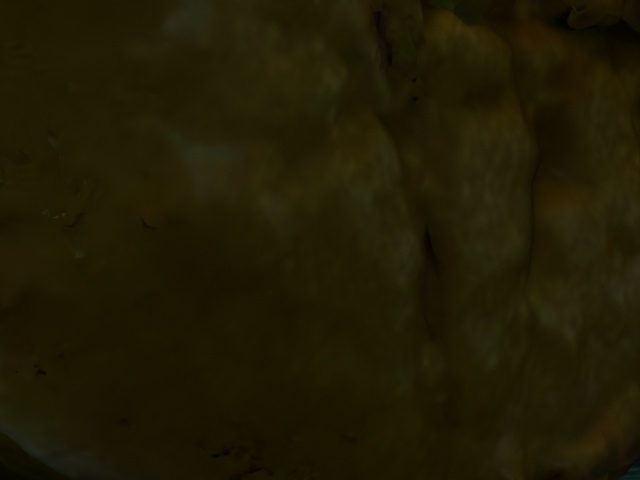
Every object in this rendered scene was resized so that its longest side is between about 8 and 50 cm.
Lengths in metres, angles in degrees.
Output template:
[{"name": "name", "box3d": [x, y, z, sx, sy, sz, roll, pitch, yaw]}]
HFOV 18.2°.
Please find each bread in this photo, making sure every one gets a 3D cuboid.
[{"name": "bread", "box3d": [-0.013, -0.085, 0.607, 0.215, 0.398, 0.398, -4, 1, 44]}]
